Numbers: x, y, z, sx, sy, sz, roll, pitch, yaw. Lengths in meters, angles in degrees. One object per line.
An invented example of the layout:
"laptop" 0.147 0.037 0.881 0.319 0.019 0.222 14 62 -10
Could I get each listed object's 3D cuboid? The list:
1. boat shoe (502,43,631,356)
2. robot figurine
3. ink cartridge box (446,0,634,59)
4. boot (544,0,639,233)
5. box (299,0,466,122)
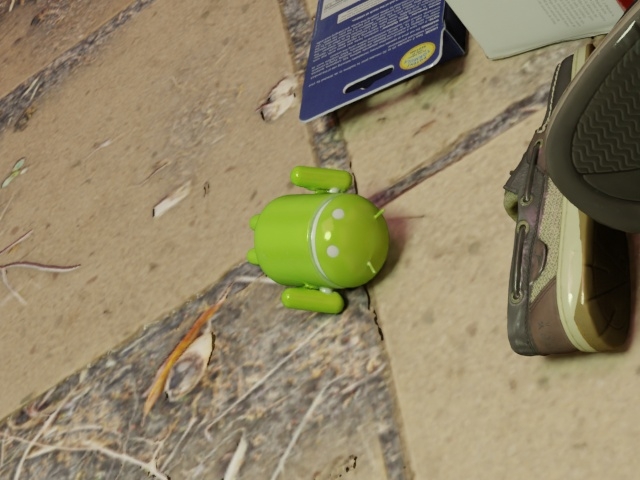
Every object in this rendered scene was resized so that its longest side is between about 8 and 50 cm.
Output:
"boat shoe" 0.147 -0.028 0.889 0.073 0.080 0.223 -15 49 28
"robot figurine" 0.000 0.000 1.016 0.115 0.067 0.101 1 82 45
"ink cartridge box" 0.125 -0.337 1.020 0.130 0.309 0.271 -9 49 39
"boot" 0.271 -0.187 0.839 0.377 0.138 0.284 -48 14 17
"box" 0.055 -0.185 1.173 0.136 0.036 0.225 -21 40 30
